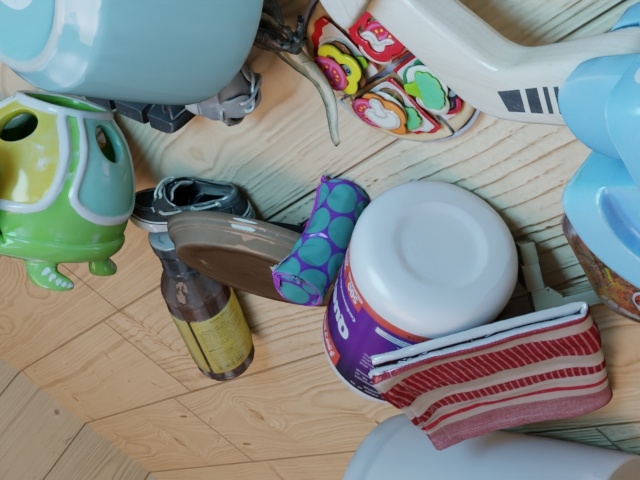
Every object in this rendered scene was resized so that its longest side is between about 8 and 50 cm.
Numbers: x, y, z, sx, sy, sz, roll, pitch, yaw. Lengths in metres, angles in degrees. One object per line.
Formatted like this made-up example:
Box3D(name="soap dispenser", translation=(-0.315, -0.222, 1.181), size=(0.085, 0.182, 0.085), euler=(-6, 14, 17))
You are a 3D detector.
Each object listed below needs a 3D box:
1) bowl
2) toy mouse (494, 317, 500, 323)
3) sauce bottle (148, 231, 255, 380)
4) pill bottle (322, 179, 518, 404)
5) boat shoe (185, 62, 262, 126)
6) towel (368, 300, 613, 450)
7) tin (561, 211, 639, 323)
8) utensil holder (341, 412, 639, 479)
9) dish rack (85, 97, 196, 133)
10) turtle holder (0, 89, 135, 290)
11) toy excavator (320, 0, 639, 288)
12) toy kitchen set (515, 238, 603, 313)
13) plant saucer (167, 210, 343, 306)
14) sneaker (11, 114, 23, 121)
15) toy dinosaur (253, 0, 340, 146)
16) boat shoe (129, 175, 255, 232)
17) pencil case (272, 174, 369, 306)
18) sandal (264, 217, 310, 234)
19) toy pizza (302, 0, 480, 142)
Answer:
Box3D(name="bowl", translation=(-0.212, -0.251, 0.837), size=(0.311, 0.163, 0.312), euler=(23, 126, 36))
Box3D(name="toy mouse", translation=(0.241, 0.117, 1.189), size=(0.143, 0.031, 0.161), euler=(46, 148, -17))
Box3D(name="sauce bottle", translation=(-0.189, 0.095, 1.522), size=(0.111, 0.111, 0.344), euler=(20, 148, 24))
Box3D(name="pill bottle", translation=(0.101, 0.081, 1.123), size=(0.181, 0.181, 0.323), euler=(30, 151, 8))
Box3D(name="boat shoe", translation=(-0.100, -0.170, 1.023), size=(0.081, 0.079, 0.227), euler=(21, 176, -5))
Box3D(name="towel", translation=(0.205, 0.164, 1.081), size=(0.237, 0.037, 0.329), euler=(-17, 152, 12))
Box3D(name="tin", translation=(0.314, 0.015, 0.955), size=(0.106, 0.040, 0.190), euler=(7, 142, 47))
Box3D(name="utensil holder", translation=(0.260, 0.426, 1.345), size=(0.385, 0.328, 0.328), euler=(-2, 135, 45))
Box3D(name="dish rack", translation=(-0.245, -0.250, 1.100), size=(0.208, 0.074, 0.272), euler=(23, 148, 18))
Box3D(name="turtle holder", translation=(-0.392, -0.081, 1.267), size=(0.320, 0.228, 0.243), euler=(5, -164, -47))
Box3D(name="toy excavator", translation=(0.230, -0.097, 0.721), size=(0.433, 0.222, 0.445), euler=(51, 156, -26))
Box3D(name="toy kitchen set", translation=(0.258, 0.033, 1.055), size=(0.068, 0.075, 0.083), euler=(-69, -36, -83))
Box3D(name="plant saucer", translation=(-0.079, 0.032, 1.288), size=(0.277, 0.041, 0.278), euler=(15, 163, 5))
Box3D(name="sneaker", translation=(-0.546, -0.164, 1.484), size=(0.366, 0.210, 0.137), euler=(62, 160, 24))
Box3D(name="toy dinosaur", translation=(-0.052, -0.215, 0.937), size=(0.268, 0.064, 0.118), euler=(48, 164, 0))
Box3D(name="boat shoe", translation=(-0.193, -0.059, 1.335), size=(0.219, 0.078, 0.070), euler=(3, 140, 31))
Box3D(name="pencil case", translation=(0.000, 0.000, 1.137), size=(0.070, 0.152, 0.064), euler=(29, 155, -3))
Box3D(name="sandal", translation=(0.005, -0.010, 1.223), size=(0.179, 0.040, 0.067), euler=(10, 155, 19))
Box3D(name="toy pizza", translation=(0.064, -0.166, 0.941), size=(0.201, 0.032, 0.201), euler=(25, 150, 16))
